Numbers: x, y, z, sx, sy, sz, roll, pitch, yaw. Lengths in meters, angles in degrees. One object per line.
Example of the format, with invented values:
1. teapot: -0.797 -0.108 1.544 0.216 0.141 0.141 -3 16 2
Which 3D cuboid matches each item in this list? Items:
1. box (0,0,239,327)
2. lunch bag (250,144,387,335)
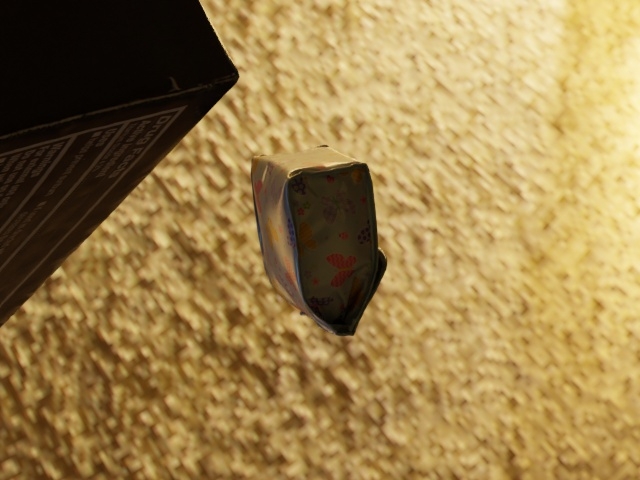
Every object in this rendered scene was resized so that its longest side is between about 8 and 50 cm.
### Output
1. box: -0.247 -0.043 0.830 0.294 0.183 0.296 -18 -13 -38
2. lunch bag: 0.000 0.000 0.950 0.053 0.071 0.083 -8 -78 -15
